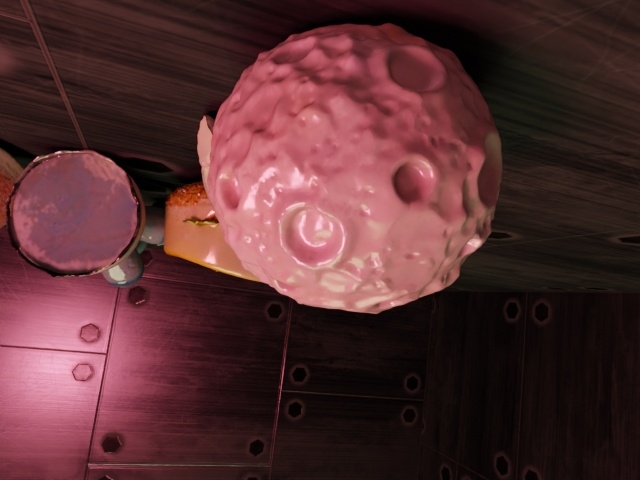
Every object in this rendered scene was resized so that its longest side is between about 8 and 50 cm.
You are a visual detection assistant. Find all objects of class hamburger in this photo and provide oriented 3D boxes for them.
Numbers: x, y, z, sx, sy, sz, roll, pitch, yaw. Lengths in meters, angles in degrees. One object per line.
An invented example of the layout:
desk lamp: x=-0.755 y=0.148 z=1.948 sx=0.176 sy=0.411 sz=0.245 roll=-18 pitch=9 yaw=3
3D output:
hamburger: x=-0.171 y=-0.024 z=0.971 sx=0.294 sy=0.179 sz=0.275 roll=11 pitch=175 yaw=43

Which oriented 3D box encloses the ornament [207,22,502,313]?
ornament: x=0.029 y=-0.051 z=0.435 sx=0.259 sy=0.225 sz=0.259 roll=8 pitch=172 yaw=1

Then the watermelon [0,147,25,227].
watermelon: x=-0.641 y=-0.081 z=0.816 sx=0.250 sy=0.293 sz=0.283 roll=-24 pitch=178 yaw=-17

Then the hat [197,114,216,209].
hat: x=-0.052 y=-0.075 z=0.667 sx=0.275 sy=0.161 sz=0.232 roll=35 pitch=165 yaw=-16

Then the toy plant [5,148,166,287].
toy plant: x=-0.433 y=-0.029 z=0.989 sx=0.246 sy=0.248 sz=0.332 roll=7 pitch=173 yaw=-3

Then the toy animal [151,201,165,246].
toy animal: x=-0.371 y=-0.034 z=1.281 sx=0.146 sy=0.115 sz=0.245 roll=5 pitch=171 yaw=10

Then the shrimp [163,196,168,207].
shrimp: x=-0.264 y=-0.065 z=1.139 sx=0.217 sy=0.051 sz=0.115 roll=21 pitch=-178 yaw=-40
